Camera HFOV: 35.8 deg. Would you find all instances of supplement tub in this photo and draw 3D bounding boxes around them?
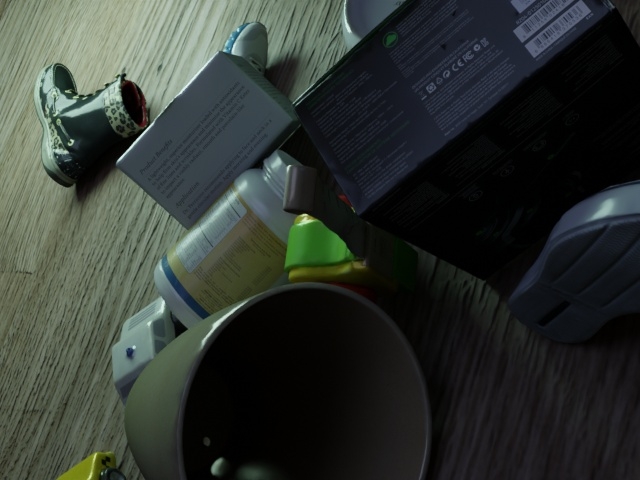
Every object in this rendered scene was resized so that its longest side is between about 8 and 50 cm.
[{"bbox_3d":[-0.071,0.012,1.100,0.199,0.144,0.144,-46,42,9],"label":"supplement tub"}]

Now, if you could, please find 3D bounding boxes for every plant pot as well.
[{"bbox_3d":[-0.079,0.174,0.955,0.274,0.257,0.256,-8,58,56],"label":"plant pot"}]

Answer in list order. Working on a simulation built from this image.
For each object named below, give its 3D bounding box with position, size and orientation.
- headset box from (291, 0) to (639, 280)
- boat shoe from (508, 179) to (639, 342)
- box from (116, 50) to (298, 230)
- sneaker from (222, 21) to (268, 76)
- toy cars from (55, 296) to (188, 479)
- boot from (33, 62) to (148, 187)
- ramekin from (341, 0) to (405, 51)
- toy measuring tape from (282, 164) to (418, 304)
[{"bbox_3d":[0.163,-0.105,0.871,0.246,0.283,0.131,-40,60,18],"label":"headset box"},{"bbox_3d":[0.225,0.001,0.769,0.094,0.109,0.302,-61,1,-18],"label":"boat shoe"},{"bbox_3d":[-0.125,-0.122,1.194,0.181,0.119,0.182,-46,3,9],"label":"box"},{"bbox_3d":[-0.095,-0.201,1.326,0.083,0.071,0.190,9,79,39],"label":"sneaker"},{"bbox_3d":[-0.245,0.235,1.158,0.176,0.087,0.393,7,69,44],"label":"toy cars"},{"bbox_3d":[-0.358,-0.216,1.557,0.179,0.085,0.236,-30,54,23],"label":"boot"},{"bbox_3d":[0.119,-0.224,1.010,0.207,0.109,0.207,-15,54,22],"label":"ramekin"},{"bbox_3d":[0.000,0.000,0.911,0.121,0.330,0.121,-6,74,20],"label":"toy measuring tape"}]
